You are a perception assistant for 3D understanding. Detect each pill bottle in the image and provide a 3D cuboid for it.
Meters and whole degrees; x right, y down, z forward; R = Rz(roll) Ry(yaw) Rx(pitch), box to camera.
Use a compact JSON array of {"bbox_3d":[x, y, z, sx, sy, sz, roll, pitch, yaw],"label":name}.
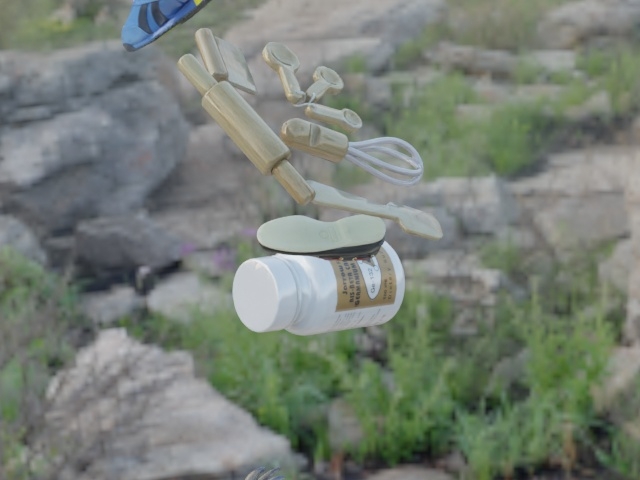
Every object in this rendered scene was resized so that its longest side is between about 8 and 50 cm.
[{"bbox_3d":[-0.003,0.066,2.209,0.229,0.131,0.131,-6,22,-41],"label":"pill bottle"}]

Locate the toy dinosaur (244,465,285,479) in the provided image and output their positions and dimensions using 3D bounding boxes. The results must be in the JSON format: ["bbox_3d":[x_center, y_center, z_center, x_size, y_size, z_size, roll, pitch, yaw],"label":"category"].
[{"bbox_3d":[-0.060,0.371,1.904,0.200,0.296,0.127,42,69,5],"label":"toy dinosaur"}]

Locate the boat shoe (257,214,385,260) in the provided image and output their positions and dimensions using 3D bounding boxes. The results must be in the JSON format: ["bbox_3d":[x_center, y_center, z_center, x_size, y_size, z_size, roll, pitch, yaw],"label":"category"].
[{"bbox_3d":[0.000,0.001,1.611,0.133,0.042,0.049,-3,52,-10],"label":"boat shoe"}]

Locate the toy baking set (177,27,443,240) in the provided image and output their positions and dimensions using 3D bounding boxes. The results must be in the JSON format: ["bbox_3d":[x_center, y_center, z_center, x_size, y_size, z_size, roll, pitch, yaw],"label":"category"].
[{"bbox_3d":[-0.003,-0.094,1.323,0.196,0.030,0.256,-15,60,-51],"label":"toy baking set"}]

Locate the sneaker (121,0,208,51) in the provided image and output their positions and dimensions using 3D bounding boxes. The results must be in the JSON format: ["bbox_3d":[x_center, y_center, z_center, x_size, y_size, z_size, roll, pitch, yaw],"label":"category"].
[{"bbox_3d":[-0.157,-0.264,1.621,0.069,0.082,0.209,-42,8,-37],"label":"sneaker"}]
